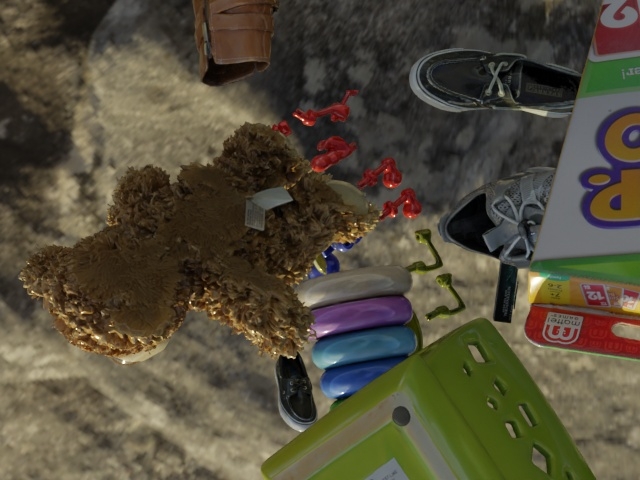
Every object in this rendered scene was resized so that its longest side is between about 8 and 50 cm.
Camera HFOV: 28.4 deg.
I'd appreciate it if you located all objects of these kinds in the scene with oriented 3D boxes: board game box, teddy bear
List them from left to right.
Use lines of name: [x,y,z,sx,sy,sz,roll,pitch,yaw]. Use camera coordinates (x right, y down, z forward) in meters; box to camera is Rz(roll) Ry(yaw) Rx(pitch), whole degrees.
teddy bear: [-0.097,0.010,1.123,0.245,0.338,0.113,28,135,6]
board game box: [0.240,0.027,1.610,0.026,0.186,0.126,7,98,8]
board game box: [0.186,-0.047,0.633,0.124,0.259,0.039,8,143,19]

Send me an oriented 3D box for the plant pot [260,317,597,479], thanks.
plant pot: [0.094,0.226,1.163,0.228,0.207,0.227,-38,75,23]

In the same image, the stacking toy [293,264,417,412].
stacking toy: [0.061,0.201,1.451,0.141,0.141,0.330,-11,82,14]

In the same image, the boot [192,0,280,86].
boot: [-0.048,-0.214,0.995,0.073,0.197,0.152,6,76,-22]

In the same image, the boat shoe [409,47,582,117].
boat shoe: [0.219,-0.194,1.521,0.219,0.070,0.077,4,86,-9]

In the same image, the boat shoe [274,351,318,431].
boat shoe: [-0.035,0.196,1.689,0.049,0.142,0.040,-3,126,-15]

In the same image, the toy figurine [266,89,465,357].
toy figurine: [0.000,0.000,1.670,0.217,0.191,0.362,-9,116,52]

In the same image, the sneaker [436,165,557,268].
sneaker: [0.192,-0.007,1.025,0.115,0.281,0.105,-17,93,-19]
